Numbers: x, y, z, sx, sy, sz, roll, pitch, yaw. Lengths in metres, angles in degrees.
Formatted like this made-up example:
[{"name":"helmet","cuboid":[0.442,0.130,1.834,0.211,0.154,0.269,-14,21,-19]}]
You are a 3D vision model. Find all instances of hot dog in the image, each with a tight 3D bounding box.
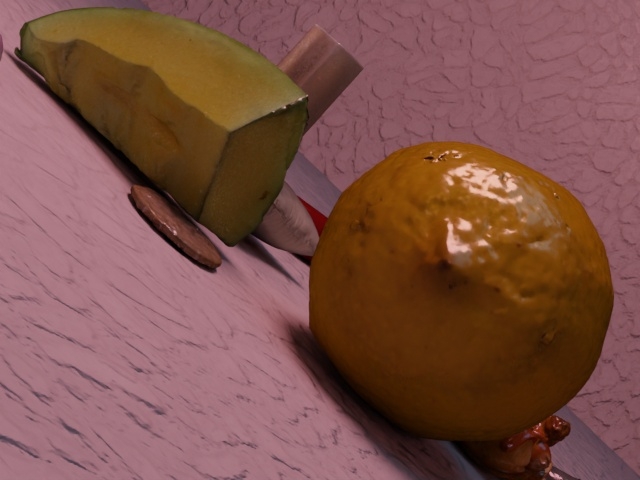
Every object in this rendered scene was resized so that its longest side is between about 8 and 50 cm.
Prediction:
[{"name":"hot dog","cuboid":[0.172,0.158,1.587,0.158,0.117,0.349,34,11,-49]}]

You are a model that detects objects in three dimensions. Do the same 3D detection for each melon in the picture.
[{"name":"melon","cuboid":[-0.175,-0.153,1.362,0.323,0.196,0.124,37,25,21]}]

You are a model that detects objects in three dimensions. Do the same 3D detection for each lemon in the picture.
[{"name":"lemon","cuboid":[0.143,0.052,1.307,0.336,0.336,0.336,42,6,-6]}]

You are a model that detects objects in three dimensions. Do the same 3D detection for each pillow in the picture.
[{"name":"pillow","cuboid":[-0.105,-0.078,1.581,0.254,0.078,0.144,42,-8,32]}]

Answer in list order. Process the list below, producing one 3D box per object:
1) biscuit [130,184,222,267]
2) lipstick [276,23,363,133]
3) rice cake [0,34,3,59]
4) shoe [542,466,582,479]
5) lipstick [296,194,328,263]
[{"name":"biscuit","cuboid":[-0.143,-0.014,1.263,0.120,0.015,0.120,42,6,-5]},{"name":"lipstick","cuboid":[-0.063,-0.129,1.444,0.077,0.253,0.079,36,7,-48]},{"name":"rice cake","cuboid":[-0.390,-0.248,1.189,0.189,0.037,0.198,49,7,22]},{"name":"shoe","cuboid":[0.368,0.353,1.669,0.194,0.077,0.074,44,7,7]},{"name":"lipstick","cuboid":[0.000,0.001,1.804,0.279,0.073,0.073,36,9,-43]}]
